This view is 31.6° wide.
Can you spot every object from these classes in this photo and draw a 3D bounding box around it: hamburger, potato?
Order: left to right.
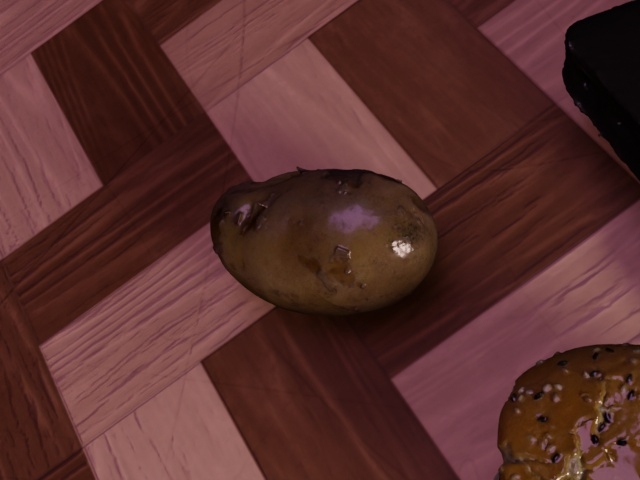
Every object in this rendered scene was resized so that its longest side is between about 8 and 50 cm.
[{"bbox_3d":[0.000,0.000,1.220,0.262,0.165,0.165,12,65,35],"label":"potato"},{"bbox_3d":[0.281,0.183,0.950,0.288,0.167,0.192,-12,57,19],"label":"hamburger"}]

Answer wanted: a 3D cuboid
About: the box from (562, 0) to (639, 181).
[{"bbox_3d":[0.453,-0.147,1.098,0.350,0.091,0.359,-21,50,-7],"label":"box"}]
